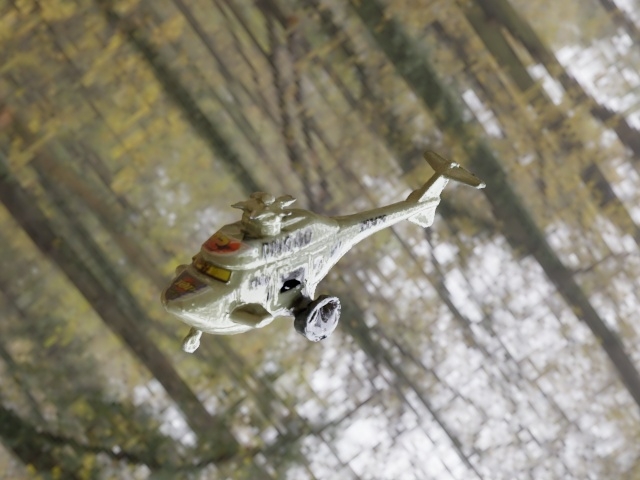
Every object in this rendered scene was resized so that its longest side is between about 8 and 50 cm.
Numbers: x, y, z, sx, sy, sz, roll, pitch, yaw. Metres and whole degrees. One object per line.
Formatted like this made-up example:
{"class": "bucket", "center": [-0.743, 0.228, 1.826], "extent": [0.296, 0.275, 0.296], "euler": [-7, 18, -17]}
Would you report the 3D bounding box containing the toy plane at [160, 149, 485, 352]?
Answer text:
{"class": "toy plane", "center": [0.000, 0.000, 1.070], "extent": [0.286, 0.108, 0.092], "euler": [-18, -144, -41]}
